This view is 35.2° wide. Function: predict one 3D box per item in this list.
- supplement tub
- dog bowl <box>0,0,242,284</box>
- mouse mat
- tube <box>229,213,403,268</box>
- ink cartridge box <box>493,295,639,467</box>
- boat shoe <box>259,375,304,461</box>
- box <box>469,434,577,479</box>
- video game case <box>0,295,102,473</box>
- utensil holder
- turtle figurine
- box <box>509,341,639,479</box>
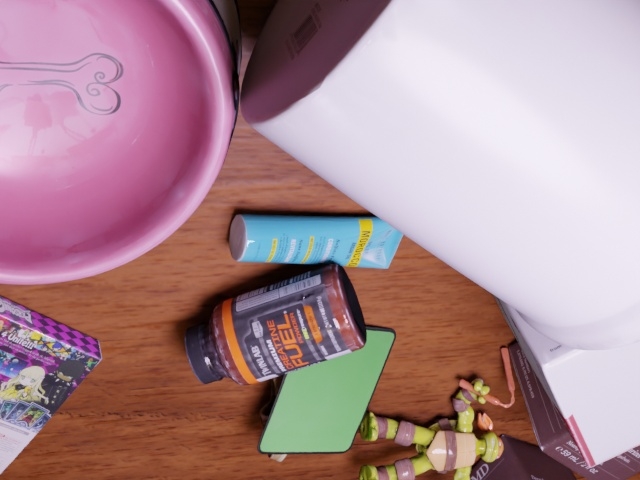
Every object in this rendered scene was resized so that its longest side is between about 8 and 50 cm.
[{"bbox_3d":[-0.053,0.104,1.161,0.198,0.106,0.106,-20,129,9],"label":"supplement tub"},{"bbox_3d":[-0.258,-0.134,0.907,0.408,0.150,0.407,-9,126,-13],"label":"dog bowl"},{"bbox_3d":[0.009,0.190,1.276,0.153,0.007,0.189,9,110,-36],"label":"mouse mat"},{"bbox_3d":[0.000,0.000,1.155,0.207,0.052,0.080,1,135,-26],"label":"tube"},{"bbox_3d":[0.279,0.088,1.165,0.114,0.272,0.197,-27,128,6],"label":"ink cartridge box"},{"bbox_3d":[-0.055,0.223,1.293,0.045,0.050,0.135,5,112,-17],"label":"boat shoe"},{"bbox_3d":[0.311,0.473,1.378,0.143,0.381,0.191,24,113,-28],"label":"box"},{"bbox_3d":[-0.401,0.149,1.127,0.232,0.041,0.210,31,110,-33],"label":"video game case"},{"bbox_3d":[0.170,-0.132,0.914,0.385,0.327,0.327,33,109,-23],"label":"utensil holder"},{"bbox_3d":[0.163,0.271,1.374,0.217,0.087,0.269,2,101,-15],"label":"turtle figurine"},{"bbox_3d":[0.387,0.185,1.306,0.203,0.167,0.168,-36,130,26],"label":"box"}]
